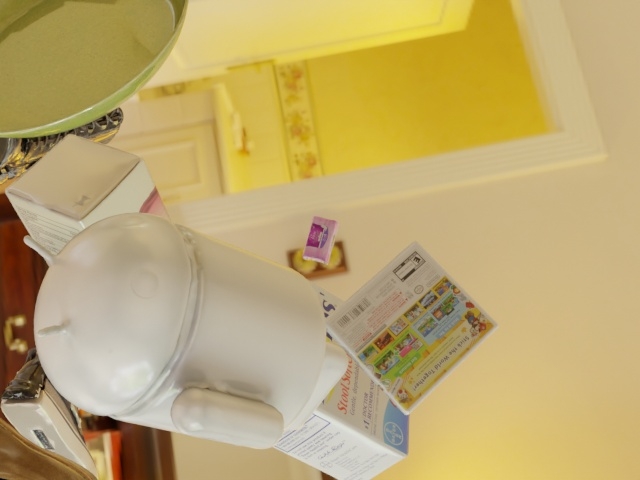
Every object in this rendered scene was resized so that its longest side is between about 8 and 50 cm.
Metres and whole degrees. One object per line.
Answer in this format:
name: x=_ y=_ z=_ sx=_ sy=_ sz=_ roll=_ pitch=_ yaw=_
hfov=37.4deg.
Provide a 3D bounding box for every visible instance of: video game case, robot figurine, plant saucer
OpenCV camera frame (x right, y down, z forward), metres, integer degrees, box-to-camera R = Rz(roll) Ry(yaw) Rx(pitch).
video game case: x=0.151 y=0.142 z=1.587 sx=0.206 sy=0.227 sz=0.026 roll=46 pitch=-21 yaw=10
robot figurine: x=-0.136 y=0.094 z=0.961 sx=0.353 sy=0.200 sz=0.300 roll=24 pitch=16 yaw=-39
plant saucer: x=-0.221 y=-0.170 z=0.816 sx=0.037 sy=0.241 sz=0.241 roll=66 pitch=12 yaw=-50

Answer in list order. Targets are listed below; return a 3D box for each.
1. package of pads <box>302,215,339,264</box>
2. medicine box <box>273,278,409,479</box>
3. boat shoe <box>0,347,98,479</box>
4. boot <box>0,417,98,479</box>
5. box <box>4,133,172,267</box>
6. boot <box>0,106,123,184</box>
package of pads: x=0.000 y=0.000 z=1.753 sx=0.032 sy=0.050 sz=0.083 roll=53 pitch=51 yaw=-72
medicine box: x=0.008 y=0.249 z=1.692 sx=0.289 sy=0.149 sz=0.263 roll=32 pitch=40 yaw=-22
boat shoe: x=-0.514 y=0.365 z=1.897 sx=0.158 sy=0.127 sz=0.341 roll=-78 pitch=162 yaw=-50
boot: x=-0.418 y=0.269 z=1.140 sx=0.115 sy=0.305 sz=0.112 roll=75 pitch=35 yaw=-82
box: x=-0.287 y=-0.005 z=1.267 sx=0.127 sy=0.148 sz=0.232 roll=-50 pitch=144 yaw=-31
boot: x=-0.419 y=-0.175 z=1.490 sx=0.091 sy=0.229 sz=0.263 roll=66 pitch=-25 yaw=2
